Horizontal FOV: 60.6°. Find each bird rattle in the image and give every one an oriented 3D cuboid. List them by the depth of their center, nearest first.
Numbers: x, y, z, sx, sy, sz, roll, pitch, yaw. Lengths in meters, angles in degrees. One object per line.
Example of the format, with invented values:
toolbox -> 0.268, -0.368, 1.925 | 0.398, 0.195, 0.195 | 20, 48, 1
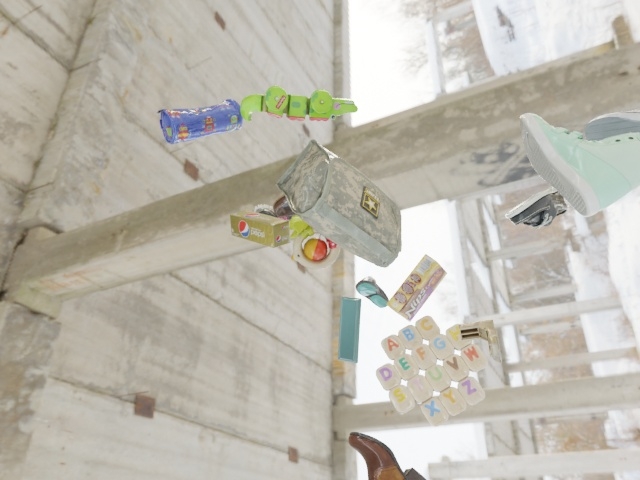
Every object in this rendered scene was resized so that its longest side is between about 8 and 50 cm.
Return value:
bird rattle -> 0.000, 0.000, 1.899 | 0.143, 0.253, 0.207 | -114, 40, -71

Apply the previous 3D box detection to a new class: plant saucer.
plant saucer -> 0.084, 0.264, 1.619 | 0.018, 0.067, 0.192 | 5, -92, -59

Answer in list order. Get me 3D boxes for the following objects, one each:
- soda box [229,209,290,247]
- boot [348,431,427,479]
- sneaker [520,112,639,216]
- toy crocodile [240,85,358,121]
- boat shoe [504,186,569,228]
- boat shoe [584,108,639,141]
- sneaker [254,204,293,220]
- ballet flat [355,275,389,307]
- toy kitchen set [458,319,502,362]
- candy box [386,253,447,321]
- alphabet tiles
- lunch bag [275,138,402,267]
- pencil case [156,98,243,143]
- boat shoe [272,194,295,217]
soda box -> -0.159, -0.033, 1.432 | 0.058, 0.181, 0.061 | -20, -65, -42
boot -> 0.121, 0.705, 1.500 | 0.264, 0.096, 0.280 | 39, -118, 8
sneaker -> 0.470, -0.161, 0.972 | 0.094, 0.151, 0.256 | 60, -173, -48
toy crocodile -> -0.060, -0.388, 1.586 | 0.115, 0.340, 0.105 | -111, 24, -71
boat shoe -> 0.600, -0.082, 1.483 | 0.302, 0.114, 0.091 | -22, -97, -43
boat shoe -> 0.681, -0.235, 1.151 | 0.075, 0.226, 0.083 | -28, -65, -31
sneaker -> -0.159, -0.087, 1.989 | 0.075, 0.170, 0.063 | -88, 3, -46
ballet flat -> 0.171, 0.164, 1.863 | 0.203, 0.074, 0.074 | 43, -140, -47
toy kitchen set -> 0.333, 0.220, 1.137 | 0.083, 0.075, 0.068 | -67, -37, -63
candy box -> 0.282, 0.140, 1.595 | 0.187, 0.053, 0.109 | -53, -35, -1
alphabet tiles -> 0.302, 0.347, 1.494 | 0.278, 0.284, 0.021 | 59, 175, 33
lunch bag -> 0.052, -0.076, 1.227 | 0.235, 0.169, 0.287 | 36, -170, -27
pencil case -> -0.432, -0.431, 1.968 | 0.306, 0.133, 0.120 | -21, -52, -36
boat shoe -> -0.043, -0.116, 1.605 | 0.073, 0.206, 0.073 | 55, -166, -47
